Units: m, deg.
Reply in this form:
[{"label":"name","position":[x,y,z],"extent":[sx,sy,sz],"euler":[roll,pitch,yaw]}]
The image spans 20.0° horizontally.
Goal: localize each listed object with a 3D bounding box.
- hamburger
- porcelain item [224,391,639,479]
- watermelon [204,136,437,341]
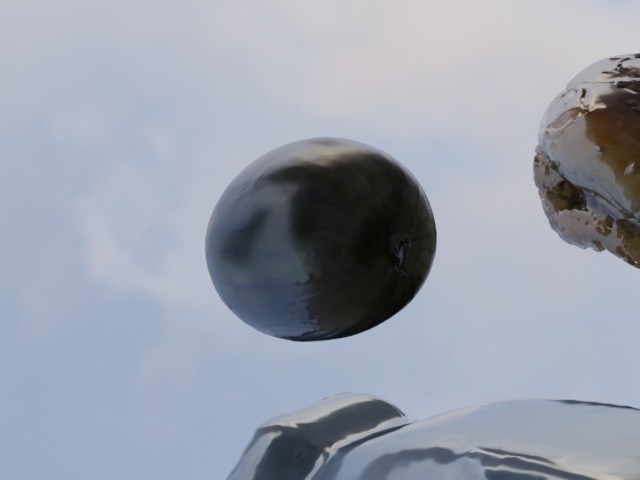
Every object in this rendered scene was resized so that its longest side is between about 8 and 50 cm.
[{"label":"hamburger","position":[0.294,-0.054,1.386],"extent":[0.286,0.243,0.146],"euler":[-9,-59,-40]},{"label":"porcelain item","position":[0.133,0.194,0.821],"extent":[0.178,0.405,0.242],"euler":[-39,-56,-29]},{"label":"watermelon","position":[0.000,0.000,0.678],"extent":[0.078,0.111,0.078],"euler":[3,-96,-28]}]
